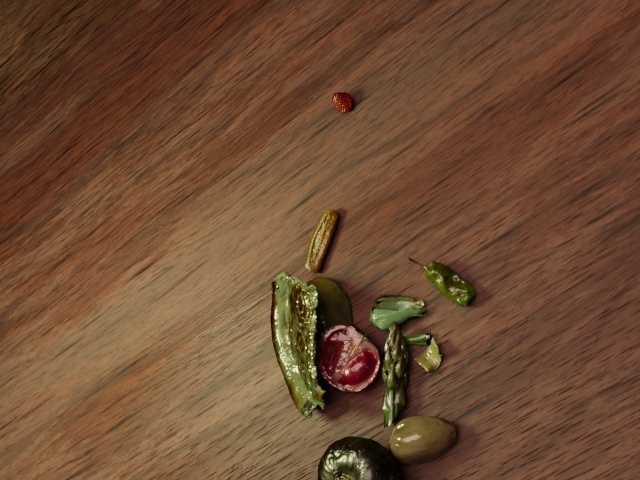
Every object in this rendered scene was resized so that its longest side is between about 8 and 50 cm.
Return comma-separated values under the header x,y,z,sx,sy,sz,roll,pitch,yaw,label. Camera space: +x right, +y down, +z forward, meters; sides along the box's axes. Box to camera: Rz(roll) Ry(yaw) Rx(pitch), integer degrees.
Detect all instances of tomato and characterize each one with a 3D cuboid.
x,y,z,sx,sy,sz,roll,pitch,yaw,label
0.083,0.334,1.715,0.189,0.099,0.173,41,94,14,tomato

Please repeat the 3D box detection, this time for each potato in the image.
x,y,z,sx,sy,sz,roll,pitch,yaw,label
0.002,0.231,1.802,0.160,0.111,0.271,-16,64,26,potato

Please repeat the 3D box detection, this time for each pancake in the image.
x,y,z,sx,sy,sz,roll,pitch,yaw,label
-0.073,0.296,1.747,0.305,0.067,0.426,161,107,-65,pancake

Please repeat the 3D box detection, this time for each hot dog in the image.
x,y,z,sx,sy,sz,roll,pitch,yaw,label
0.000,0.000,1.926,0.066,0.047,0.215,18,80,-4,hot dog

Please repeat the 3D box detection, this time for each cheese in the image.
x,y,z,sx,sy,sz,roll,pitch,yaw,label
0.306,0.312,1.642,0.060,0.041,0.084,41,109,41,cheese

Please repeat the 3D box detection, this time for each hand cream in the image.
x,y,z,sx,sy,sz,roll,pitch,yaw,label
0.254,0.281,1.692,0.122,0.023,0.036,-8,88,26,hand cream

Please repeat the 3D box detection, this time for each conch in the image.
x,y,z,sx,sy,sz,roll,pitch,yaw,label
0.217,0.195,1.722,0.170,0.079,0.105,-16,70,6,conch

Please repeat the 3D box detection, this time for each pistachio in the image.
x,y,z,sx,sy,sz,roll,pitch,yaw,label
0.261,0.513,1.555,0.186,0.108,0.126,-24,89,12,pistachio

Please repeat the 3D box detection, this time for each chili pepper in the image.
x,y,z,sx,sy,sz,roll,pitch,yaw,label
0.343,0.104,1.683,0.072,0.073,0.204,-43,67,-13,chili pepper

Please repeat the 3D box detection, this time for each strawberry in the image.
x,y,z,sx,sy,sz,roll,pitch,yaw,label
0.073,-0.474,2.047,0.073,0.083,0.073,-6,78,29,strawberry

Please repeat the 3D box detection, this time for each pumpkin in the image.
x,y,z,sx,sy,sz,roll,pitch,yaw,label
0.094,0.626,1.549,0.238,0.159,0.237,-9,77,43,pumpkin

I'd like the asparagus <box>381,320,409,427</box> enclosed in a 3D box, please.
x,y,z,sx,sy,sz,roll,pitch,yaw,label
0.207,0.366,1.655,0.080,0.080,0.287,-6,78,27,asparagus
